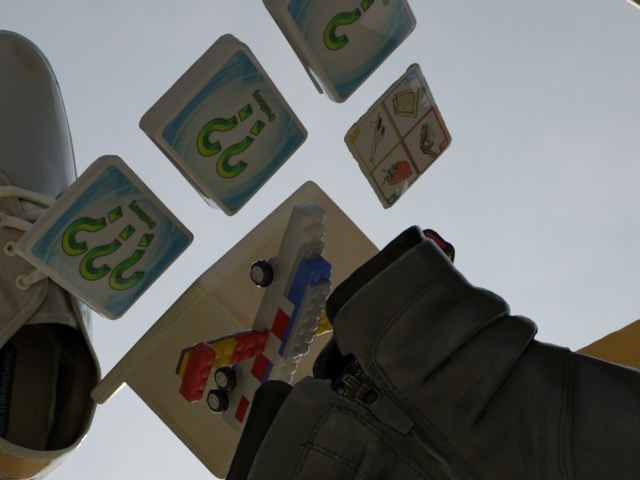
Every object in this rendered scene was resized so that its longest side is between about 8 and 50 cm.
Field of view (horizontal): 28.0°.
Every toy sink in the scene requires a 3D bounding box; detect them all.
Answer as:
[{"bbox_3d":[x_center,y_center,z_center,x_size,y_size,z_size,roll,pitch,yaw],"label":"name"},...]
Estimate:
[{"bbox_3d":[-0.059,0.088,1.040,0.131,0.153,0.234,47,-42,0],"label":"toy sink"}]

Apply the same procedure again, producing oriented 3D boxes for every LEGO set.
[{"bbox_3d":[0.000,0.000,0.566,0.182,0.060,0.244,-46,-30,-6],"label":"LEGO set"}]

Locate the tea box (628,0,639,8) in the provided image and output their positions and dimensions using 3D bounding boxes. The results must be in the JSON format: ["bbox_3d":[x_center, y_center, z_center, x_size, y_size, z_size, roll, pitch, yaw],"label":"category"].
[{"bbox_3d":[0.327,-0.185,0.516,0.329,0.220,0.323,35,-24,9],"label":"tea box"}]

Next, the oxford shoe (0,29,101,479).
[{"bbox_3d":[-0.273,0.014,1.186,0.169,0.449,0.130,12,-21,-43],"label":"oxford shoe"}]

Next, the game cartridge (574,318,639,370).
[{"bbox_3d":[0.199,0.154,0.690,0.285,0.324,0.053,-28,-65,12],"label":"game cartridge"}]

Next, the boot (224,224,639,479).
[{"bbox_3d":[0.030,0.129,0.397,0.161,0.246,0.083,26,-17,4],"label":"boot"}]
